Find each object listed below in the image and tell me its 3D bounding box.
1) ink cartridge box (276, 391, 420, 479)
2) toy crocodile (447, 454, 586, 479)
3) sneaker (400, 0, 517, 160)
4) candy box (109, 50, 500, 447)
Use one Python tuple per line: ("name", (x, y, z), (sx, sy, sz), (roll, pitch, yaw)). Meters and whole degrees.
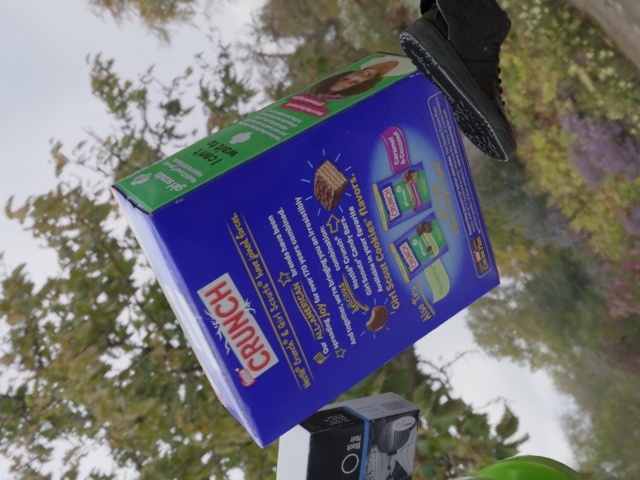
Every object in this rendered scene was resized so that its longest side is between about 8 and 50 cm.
("ink cartridge box", (0.024, 0.353, 0.936), (0.165, 0.332, 0.065), (-4, -165, -36))
("toy crocodile", (0.126, 0.138, 0.274), (0.115, 0.341, 0.105), (23, -110, -67))
("sneaker", (0.129, -0.153, 0.650), (0.170, 0.089, 0.051), (47, 170, -20))
("candy box", (0.000, 0.000, 0.794), (0.122, 0.317, 0.268), (25, 141, 56))
